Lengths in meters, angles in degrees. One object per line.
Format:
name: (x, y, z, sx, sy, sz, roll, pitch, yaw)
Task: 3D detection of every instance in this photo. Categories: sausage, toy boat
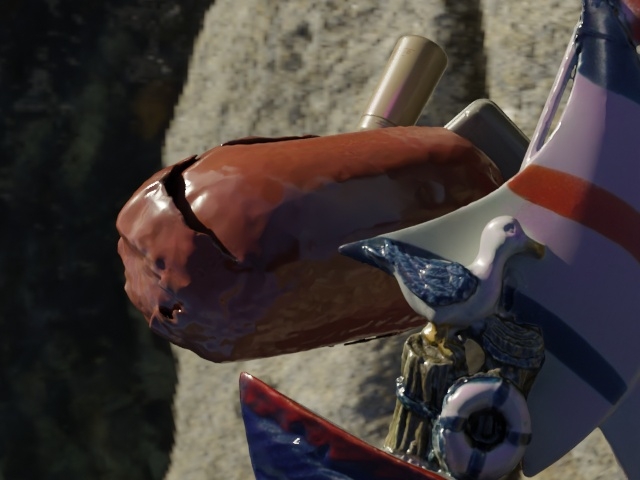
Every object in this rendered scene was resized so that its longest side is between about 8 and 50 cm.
sausage: (0.000, 0.000, 0.998, 0.152, 0.280, 0.152, 172, 90, -69)
toy boat: (0.116, 0.048, 0.652, 0.219, 0.072, 0.318, 43, 85, 4)

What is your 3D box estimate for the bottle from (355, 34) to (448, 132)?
bottle: (0.064, -0.116, 1.166, 0.045, 0.045, 0.096, 17, 69, 32)

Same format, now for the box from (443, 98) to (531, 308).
box: (0.168, 0.011, 1.105, 0.103, 0.055, 0.243, -42, 90, 10)
